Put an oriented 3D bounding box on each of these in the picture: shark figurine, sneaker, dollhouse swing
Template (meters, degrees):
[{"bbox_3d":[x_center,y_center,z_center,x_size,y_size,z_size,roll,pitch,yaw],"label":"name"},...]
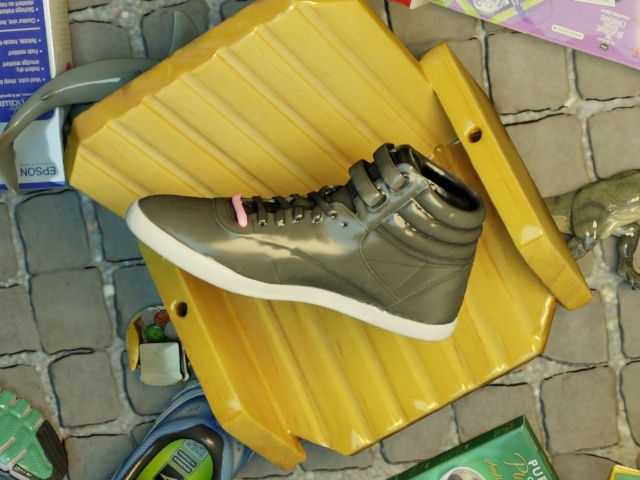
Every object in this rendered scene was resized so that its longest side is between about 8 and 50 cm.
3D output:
[{"bbox_3d":[-0.191,-0.133,1.399,0.278,0.116,0.166,-6,93,-13],"label":"shark figurine"},{"bbox_3d":[-0.001,-0.026,1.204,0.295,0.105,0.147,16,115,-16],"label":"sneaker"},{"bbox_3d":[0.000,0.000,1.304,0.346,0.305,0.315,-30,73,14],"label":"dollhouse swing"},{"bbox_3d":[-0.188,0.284,1.491,0.129,0.147,0.330,34,105,3],"label":"sneaker"},{"bbox_3d":[-0.365,0.196,1.556,0.223,0.083,0.098,39,128,4],"label":"sneaker"}]

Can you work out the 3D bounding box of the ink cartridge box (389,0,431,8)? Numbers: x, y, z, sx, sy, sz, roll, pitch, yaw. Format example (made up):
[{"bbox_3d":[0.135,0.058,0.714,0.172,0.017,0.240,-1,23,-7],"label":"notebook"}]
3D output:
[{"bbox_3d":[-0.005,-0.382,1.301,0.309,0.130,0.272,21,111,17],"label":"ink cartridge box"}]

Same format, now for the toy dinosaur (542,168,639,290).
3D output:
[{"bbox_3d":[0.260,-0.008,1.400,0.268,0.064,0.118,-10,85,15],"label":"toy dinosaur"}]

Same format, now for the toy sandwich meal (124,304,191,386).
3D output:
[{"bbox_3d":[-0.164,0.108,1.513,0.085,0.029,0.086,2,101,10],"label":"toy sandwich meal"}]

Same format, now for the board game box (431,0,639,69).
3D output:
[{"bbox_3d":[0.257,-0.275,1.358,0.346,0.056,0.208,19,99,6],"label":"board game box"}]

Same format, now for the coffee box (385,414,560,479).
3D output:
[{"bbox_3d":[0.147,0.262,1.479,0.184,0.040,0.113,-29,94,15],"label":"coffee box"}]

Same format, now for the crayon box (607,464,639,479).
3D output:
[{"bbox_3d":[0.401,0.366,1.337,0.362,0.106,0.313,14,140,7],"label":"crayon box"}]

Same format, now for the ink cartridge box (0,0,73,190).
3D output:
[{"bbox_3d":[-0.340,-0.234,1.465,0.175,0.069,0.371,-2,97,10],"label":"ink cartridge box"}]
